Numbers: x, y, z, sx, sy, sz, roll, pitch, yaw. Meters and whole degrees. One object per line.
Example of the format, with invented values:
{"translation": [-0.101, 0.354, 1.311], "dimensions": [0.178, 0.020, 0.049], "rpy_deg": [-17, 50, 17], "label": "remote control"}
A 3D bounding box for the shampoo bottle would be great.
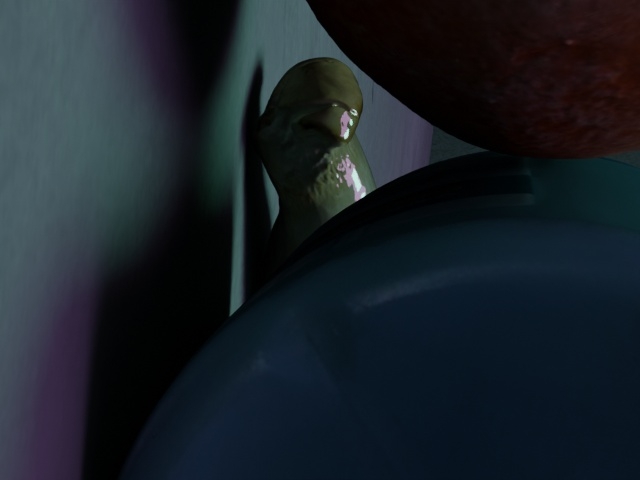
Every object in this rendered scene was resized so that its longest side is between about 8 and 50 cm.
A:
{"translation": [0.092, 0.133, 0.771], "dimensions": [0.342, 0.331, 0.331], "rpy_deg": [-46, 141, -80], "label": "shampoo bottle"}

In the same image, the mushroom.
{"translation": [0.000, 0.000, 1.019], "dimensions": [0.225, 0.093, 0.116], "rpy_deg": [74, 5, -49], "label": "mushroom"}

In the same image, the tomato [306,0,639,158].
{"translation": [0.050, -0.159, 0.774], "dimensions": [0.338, 0.144, 0.338], "rpy_deg": [59, 9, -15], "label": "tomato"}
